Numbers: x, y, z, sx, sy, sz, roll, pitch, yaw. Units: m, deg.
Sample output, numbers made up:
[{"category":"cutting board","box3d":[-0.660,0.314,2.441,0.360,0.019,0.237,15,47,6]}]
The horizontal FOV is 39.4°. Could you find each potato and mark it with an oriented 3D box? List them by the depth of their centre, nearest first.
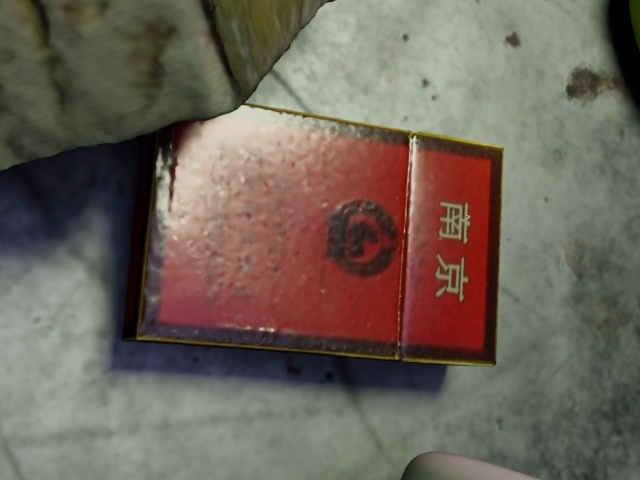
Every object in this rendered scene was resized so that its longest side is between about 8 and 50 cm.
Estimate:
[{"category":"potato","box3d":[-0.118,-0.172,0.476,0.264,0.211,0.189,-61,138,-58]}]

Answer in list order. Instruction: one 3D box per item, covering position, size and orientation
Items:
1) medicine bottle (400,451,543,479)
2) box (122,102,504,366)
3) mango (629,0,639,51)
[{"category":"medicine bottle","box3d":[0.125,0.275,0.501,0.252,0.252,0.241,28,75,-16]},{"category":"box","box3d":[0.000,0.000,0.583,0.240,0.074,0.153,7,77,-20]},{"category":"mango","box3d":[0.357,-0.143,0.691,0.293,0.143,0.175,45,105,-4]}]
